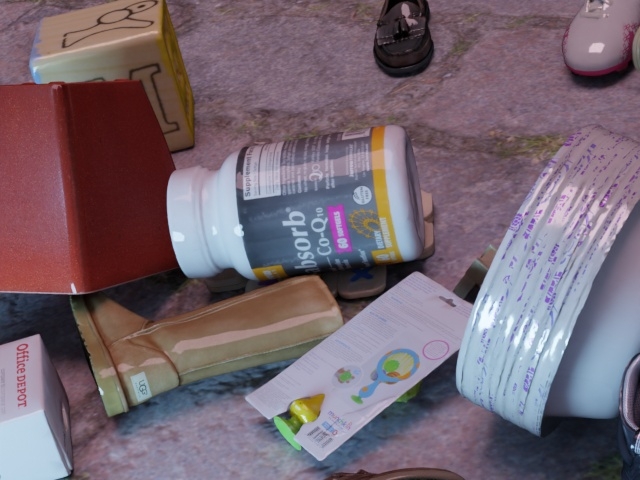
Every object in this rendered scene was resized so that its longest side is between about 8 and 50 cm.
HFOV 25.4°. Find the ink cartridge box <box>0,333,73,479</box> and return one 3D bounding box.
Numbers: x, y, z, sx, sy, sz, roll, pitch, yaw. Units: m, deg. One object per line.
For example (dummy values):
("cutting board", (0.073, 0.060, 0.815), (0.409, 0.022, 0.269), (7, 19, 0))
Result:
("ink cartridge box", (-0.381, 0.200, 1.495), (0.219, 0.093, 0.160), (-17, 30, -5))

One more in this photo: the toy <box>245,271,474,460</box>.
("toy", (0.056, 0.137, 1.455), (0.237, 0.056, 0.137), (-33, 38, -21))

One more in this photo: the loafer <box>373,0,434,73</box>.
("loafer", (0.125, -0.349, 2.229), (0.096, 0.084, 0.267), (-9, 30, 9))

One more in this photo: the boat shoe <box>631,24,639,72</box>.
("boat shoe", (0.563, -0.290, 1.921), (0.302, 0.109, 0.098), (-18, 28, -18))

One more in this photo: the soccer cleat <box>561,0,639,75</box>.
("soccer cleat", (0.418, -0.356, 2.056), (0.116, 0.143, 0.331), (2, 33, 26))

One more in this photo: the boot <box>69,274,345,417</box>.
("boot", (-0.131, 0.094, 1.590), (0.269, 0.089, 0.236), (-18, 33, -12))

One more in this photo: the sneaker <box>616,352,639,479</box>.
("sneaker", (0.335, 0.143, 1.221), (0.101, 0.153, 0.268), (10, 37, 35))

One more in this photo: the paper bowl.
("paper bowl", (0.252, 0.048, 1.301), (0.148, 0.284, 0.284), (26, 44, 20))

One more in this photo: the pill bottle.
("pill bottle", (-0.026, -0.038, 1.645), (0.278, 0.162, 0.162), (-9, 30, 10))

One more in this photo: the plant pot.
("plant pot", (-0.329, -0.073, 1.710), (0.267, 0.236, 0.267), (0, 7, 25))

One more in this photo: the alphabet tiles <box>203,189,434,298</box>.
("alphabet tiles", (0.000, 0.000, 1.748), (0.284, 0.021, 0.278), (-9, 32, 9))

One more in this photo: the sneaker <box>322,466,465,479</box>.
("sneaker", (0.040, 0.230, 1.290), (0.188, 0.066, 0.071), (-11, 24, 2))

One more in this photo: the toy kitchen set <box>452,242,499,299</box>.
("toy kitchen set", (0.208, 0.046, 1.569), (0.083, 0.075, 0.068), (42, 55, 9))

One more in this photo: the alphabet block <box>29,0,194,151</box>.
("alphabet block", (-0.305, -0.237, 2.116), (0.197, 0.193, 0.192), (-13, 31, 2))
